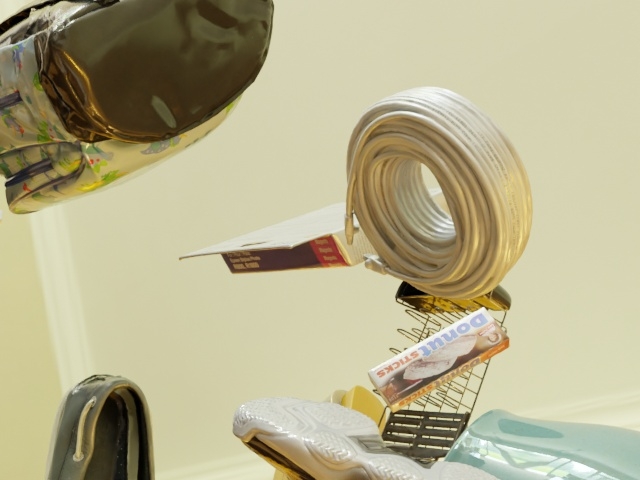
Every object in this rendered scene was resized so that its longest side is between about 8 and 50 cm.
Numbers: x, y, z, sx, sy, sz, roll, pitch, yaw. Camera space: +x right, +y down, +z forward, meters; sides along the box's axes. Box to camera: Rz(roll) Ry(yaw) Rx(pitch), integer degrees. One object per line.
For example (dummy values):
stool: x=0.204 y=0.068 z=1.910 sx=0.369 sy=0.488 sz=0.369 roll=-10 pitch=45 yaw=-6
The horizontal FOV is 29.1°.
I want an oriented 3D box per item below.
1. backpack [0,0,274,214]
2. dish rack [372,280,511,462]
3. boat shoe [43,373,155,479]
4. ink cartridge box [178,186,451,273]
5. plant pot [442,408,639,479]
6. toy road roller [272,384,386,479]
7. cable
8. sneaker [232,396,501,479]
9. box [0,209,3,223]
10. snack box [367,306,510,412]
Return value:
backpack: x=-0.246 y=-0.161 z=1.311 sx=0.356 sy=0.290 sz=0.273 roll=5 pitch=-60 yaw=41
dish rack: x=0.157 y=0.177 z=1.736 sx=0.208 sy=0.074 sz=0.271 roll=-9 pitch=-126 yaw=58
boat shoe: x=-0.220 y=0.286 z=1.207 sx=0.099 sy=0.116 sz=0.319 roll=-25 pitch=-123 yaw=54
ink cartridge box: x=0.000 y=0.000 z=1.906 sx=0.324 sy=0.330 sz=0.071 roll=-6 pitch=-77 yaw=55
plant pot: x=0.235 y=0.282 z=1.106 sx=0.255 sy=0.272 sz=0.271 roll=22 pitch=-63 yaw=31
toy road roller: x=0.059 y=0.437 z=2.112 sx=0.202 sy=0.241 sz=0.329 roll=-43 pitch=-162 yaw=24
cable: x=0.135 y=-0.052 z=1.439 sx=0.257 sy=0.089 sz=0.257 roll=31 pitch=-43 yaw=38
sneaker: x=0.031 y=0.234 z=1.004 sx=0.269 sy=0.101 sz=0.153 roll=20 pitch=-75 yaw=26
box: x=-0.578 y=0.040 z=1.525 sx=0.322 sy=0.232 sz=0.058 roll=-55 pitch=-162 yaw=5
snack box: x=0.153 y=0.153 z=1.591 sx=0.064 sy=0.178 sz=0.022 roll=53 pitch=-13 yaw=41
